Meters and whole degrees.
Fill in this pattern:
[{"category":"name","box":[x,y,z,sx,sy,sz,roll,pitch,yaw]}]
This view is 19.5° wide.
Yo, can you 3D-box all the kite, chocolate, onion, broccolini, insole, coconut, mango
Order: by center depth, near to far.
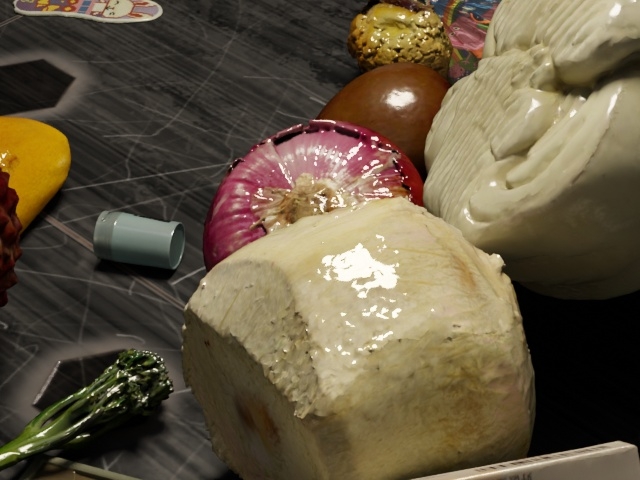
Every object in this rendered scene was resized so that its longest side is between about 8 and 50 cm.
[{"category":"coconut","box":[0.047,0.113,1.560,0.254,0.297,0.297,-27,43,-25]},{"category":"broccolini","box":[-0.221,0.169,1.698,0.203,0.068,0.091,-34,32,-23]},{"category":"onion","box":[0.000,0.000,1.824,0.230,0.163,0.230,-5,66,12]},{"category":"chocolate","box":[0.068,-0.112,1.958,0.177,0.176,0.176,-2,37,2]},{"category":"mango","box":[-0.358,-0.062,1.969,0.217,0.102,0.141,-30,51,-28]},{"category":"kite","box":[0.209,-0.257,2.253,0.321,0.016,0.234,-33,46,-33]},{"category":"insole","box":[-0.295,-0.296,2.352,0.197,0.004,0.065,5,38,10]}]

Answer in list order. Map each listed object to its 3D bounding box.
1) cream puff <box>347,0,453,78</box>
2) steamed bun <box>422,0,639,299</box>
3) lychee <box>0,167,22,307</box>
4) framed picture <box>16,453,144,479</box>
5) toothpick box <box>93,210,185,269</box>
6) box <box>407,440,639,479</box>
[{"category":"cream puff","box":[0.094,-0.222,2.137,0.104,0.119,0.133,-50,34,-15]},{"category":"steamed bun","box":[0.263,-0.095,1.700,0.255,0.342,0.367,30,23,-12]},{"category":"lychee","box":[-0.437,0.001,1.737,0.306,0.306,0.330,15,64,22]},{"category":"framed picture","box":[-0.221,0.284,1.572,0.184,0.016,0.250,11,39,19]},{"category":"toothpick box","box":[-0.187,0.000,1.915,0.083,0.052,0.052,9,39,13]},{"category":"box","box":[0.081,0.286,1.393,0.353,0.214,0.069,-9,0,-7]}]
